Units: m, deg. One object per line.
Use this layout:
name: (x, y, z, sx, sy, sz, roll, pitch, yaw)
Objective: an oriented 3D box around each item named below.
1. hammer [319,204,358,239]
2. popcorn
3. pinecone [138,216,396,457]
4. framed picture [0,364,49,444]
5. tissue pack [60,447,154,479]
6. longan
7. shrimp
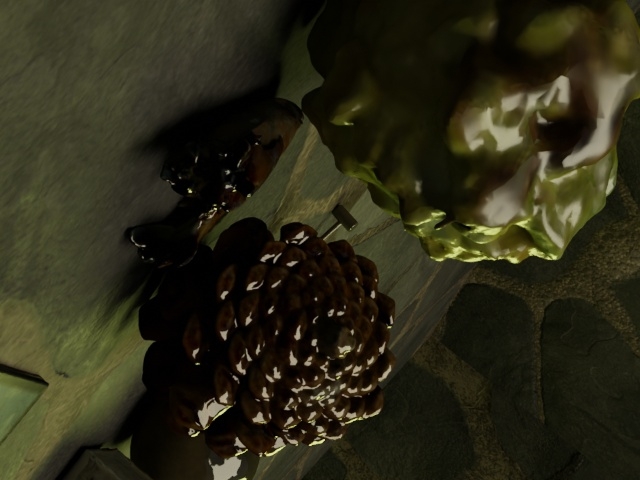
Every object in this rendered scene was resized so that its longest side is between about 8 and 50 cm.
hammer: (0.000, 0.000, 1.865, 0.110, 0.035, 0.019, -42, 169, -9)
popcorn: (0.127, -0.140, 1.244, 0.312, 0.312, 0.312, -49, 169, -13)
pinecone: (-0.065, 0.106, 1.382, 0.264, 0.264, 0.264, -49, 169, -13)
framed picture: (-0.348, 0.197, 1.091, 0.265, 0.016, 0.347, -51, 170, -7)
tissue pack: (-0.269, 0.324, 1.599, 0.149, 0.099, 0.106, -52, 166, 0)
longan: (-0.155, 0.253, 1.709, 0.167, 0.167, 0.187, -41, 139, -44)
shrimp: (-0.101, -0.043, 1.222, 0.178, 0.075, 0.289, -54, -178, 22)
